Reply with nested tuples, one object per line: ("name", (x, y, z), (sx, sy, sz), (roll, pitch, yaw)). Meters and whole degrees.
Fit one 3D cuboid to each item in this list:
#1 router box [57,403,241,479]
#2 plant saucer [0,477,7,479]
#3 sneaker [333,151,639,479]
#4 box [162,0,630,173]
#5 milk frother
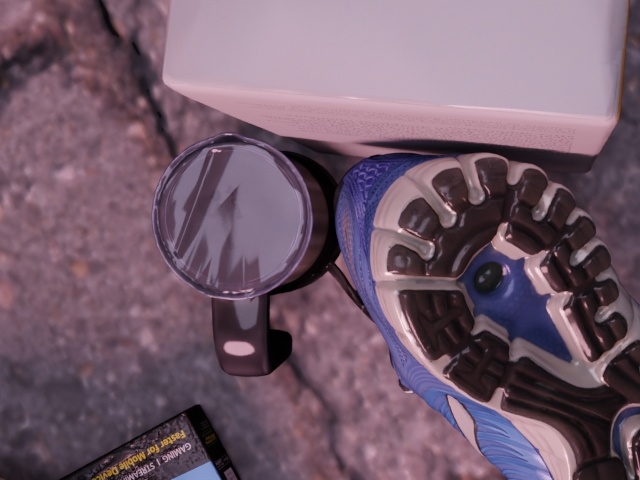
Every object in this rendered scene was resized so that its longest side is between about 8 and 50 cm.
("router box", (-0.118, 0.195, 0.863), (0.179, 0.046, 0.133), (-30, 87, 8))
("plant saucer", (-0.217, 0.285, 0.843), (0.311, 0.050, 0.310), (3, 99, 20))
("sneaker", (0.123, 0.068, 0.763), (0.130, 0.147, 0.330), (-41, 116, -5))
("box", (0.058, -0.150, 0.686), (0.168, 0.345, 0.215), (6, 91, 8))
("milk frother", (0.000, 0.000, 0.801), (0.143, 0.135, 0.129), (-18, 88, 8))
